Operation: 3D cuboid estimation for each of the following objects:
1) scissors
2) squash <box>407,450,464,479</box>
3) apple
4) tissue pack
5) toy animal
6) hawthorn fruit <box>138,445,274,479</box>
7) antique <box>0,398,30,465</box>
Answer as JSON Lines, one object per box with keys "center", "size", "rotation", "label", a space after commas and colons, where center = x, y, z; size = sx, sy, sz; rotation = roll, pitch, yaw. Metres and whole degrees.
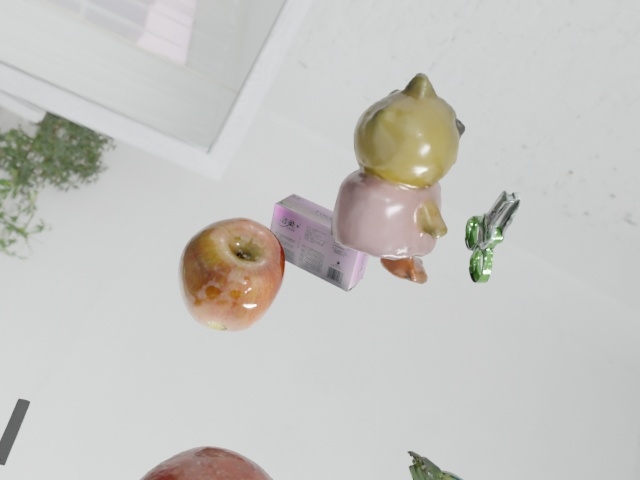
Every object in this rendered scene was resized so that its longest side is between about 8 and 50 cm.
{"center": [0.233, -0.017, 0.949], "size": [0.204, 0.027, 0.101], "rotation": [97, -10, -66], "label": "scissors"}
{"center": [0.230, 0.424, 0.966], "size": [0.094, 0.341, 0.094], "rotation": [-35, 176, -3], "label": "squash"}
{"center": [-0.194, 0.084, 1.533], "size": [0.241, 0.242, 0.242], "rotation": [115, -2, -48], "label": "apple"}
{"center": [0.000, 0.000, 1.716], "size": [0.092, 0.246, 0.148], "rotation": [-35, 146, -53], "label": "tissue pack"}
{"center": [0.106, -0.092, 0.964], "size": [0.169, 0.195, 0.281], "rotation": [-3, 120, -43], "label": "toy animal"}
{"center": [-0.165, 0.442, 0.998], "size": [0.284, 0.284, 0.284], "rotation": [-61, -174, 11], "label": "hawthorn fruit"}
{"center": [-0.683, 0.421, 1.545], "size": [0.015, 0.031, 0.192], "rotation": [-61, -163, 23], "label": "antique"}
